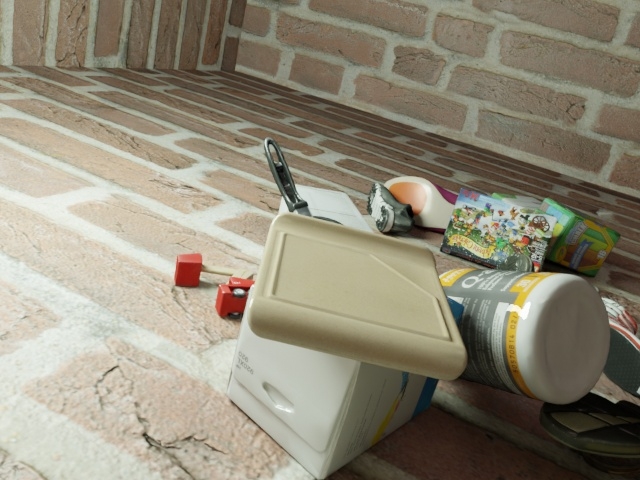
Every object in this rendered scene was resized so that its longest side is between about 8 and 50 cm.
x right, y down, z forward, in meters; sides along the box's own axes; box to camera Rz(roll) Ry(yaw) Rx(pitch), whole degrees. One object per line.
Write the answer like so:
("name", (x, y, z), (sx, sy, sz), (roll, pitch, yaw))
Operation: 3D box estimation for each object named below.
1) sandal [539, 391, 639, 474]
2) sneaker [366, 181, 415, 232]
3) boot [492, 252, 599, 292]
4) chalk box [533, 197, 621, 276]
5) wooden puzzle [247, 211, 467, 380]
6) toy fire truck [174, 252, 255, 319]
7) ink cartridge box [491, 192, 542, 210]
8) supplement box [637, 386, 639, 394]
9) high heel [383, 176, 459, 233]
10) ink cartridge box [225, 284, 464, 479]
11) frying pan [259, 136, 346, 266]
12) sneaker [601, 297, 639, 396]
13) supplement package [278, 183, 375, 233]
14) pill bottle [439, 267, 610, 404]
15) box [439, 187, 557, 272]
("sandal", (0.401, 0.269, 0.779), (0.302, 0.086, 0.120), (18, 10, -36))
("sneaker", (0.185, -0.079, 1.514), (0.106, 0.078, 0.234), (13, 25, -13))
("boot", (0.466, 0.093, 1.190), (0.208, 0.076, 0.190), (17, -13, -2))
("chalk box", (0.627, -0.016, 1.507), (0.213, 0.132, 0.132), (18, 19, -20))
("wooden puzzle", (0.038, 0.056, 0.660), (0.220, 0.044, 0.239), (14, 27, -4))
("toy fire truck", (-0.133, 0.074, 0.955), (0.192, 0.047, 0.135), (4, 24, -25))
("ink cartridge box", (0.613, -0.054, 1.695), (0.160, 0.093, 0.219), (5, 24, -23))
("supplement box", (0.608, 0.228, 0.897), (0.220, 0.111, 0.114), (16, 16, -36))
("high heel", (0.351, -0.069, 1.578), (0.377, 0.127, 0.181), (30, 11, 29))
("ink cartridge box", (0.033, 0.139, 0.731), (0.171, 0.168, 0.232), (30, 27, 33))
("frying pan", (0.003, -0.010, 0.943), (0.197, 0.326, 0.053), (6, -15, -20))
("sneaker", (0.551, 0.181, 1.072), (0.144, 0.090, 0.270), (2, 22, -23))
("supplement package", (0.000, 0.000, 1.107), (0.139, 0.134, 0.244), (9, 22, -15))
("pill bottle", (0.235, 0.120, 0.817), (0.162, 0.162, 0.278), (1, 0, -31))
("box", (0.420, -0.014, 1.386), (0.233, 0.159, 0.044), (19, -14, 12))
